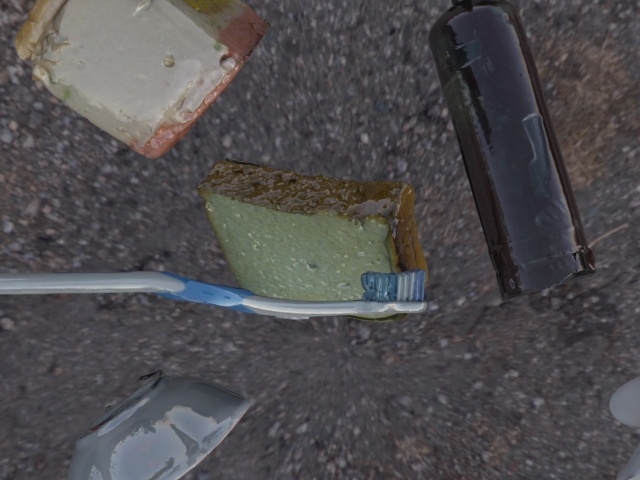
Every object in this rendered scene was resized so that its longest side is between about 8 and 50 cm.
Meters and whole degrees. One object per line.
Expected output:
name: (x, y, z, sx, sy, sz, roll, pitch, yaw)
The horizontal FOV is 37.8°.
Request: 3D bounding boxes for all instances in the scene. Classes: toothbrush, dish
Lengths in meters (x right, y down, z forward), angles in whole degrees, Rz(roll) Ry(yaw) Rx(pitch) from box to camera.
toothbrush: (-0.093, 0.041, 0.682, 0.386, 0.040, 0.040, 1, 83, -22)
dish: (-0.177, 0.189, 0.915, 0.229, 0.229, 0.081, -35, 96, -3)

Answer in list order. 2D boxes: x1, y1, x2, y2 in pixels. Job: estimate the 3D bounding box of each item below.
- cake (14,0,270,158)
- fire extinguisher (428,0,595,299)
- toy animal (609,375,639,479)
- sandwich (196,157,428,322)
cake: (-0.100, -0.130, 0.573, 0.109, 0.225, 0.090, 37, 107, -12)
fire extinguisher: (0.131, -0.093, 0.682, 0.072, 0.089, 0.267, -16, 86, 11)
toy animal: (0.384, 0.223, 0.905, 0.179, 0.127, 0.193, -12, 127, 31)
sandwich: (0.000, -0.001, 1.123, 0.251, 0.226, 0.087, 11, 52, 23)
